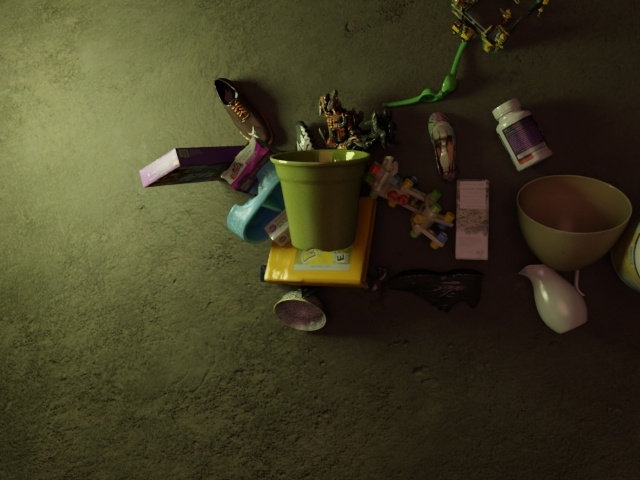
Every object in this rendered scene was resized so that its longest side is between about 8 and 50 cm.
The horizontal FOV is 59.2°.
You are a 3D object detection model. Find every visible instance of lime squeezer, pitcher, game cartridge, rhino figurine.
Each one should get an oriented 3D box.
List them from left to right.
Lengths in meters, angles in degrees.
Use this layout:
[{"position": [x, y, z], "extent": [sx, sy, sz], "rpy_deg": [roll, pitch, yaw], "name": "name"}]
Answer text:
[{"position": [0.000, 0.000, 1.718], "extent": [0.323, 0.053, 0.286], "rpy_deg": [0, 66, 23], "name": "game cartridge"}, {"position": [0.095, 0.118, 1.770], "extent": [0.243, 0.073, 0.107], "rpy_deg": [11, 90, 21], "name": "rhino figurine"}, {"position": [0.339, -0.472, 1.706], "extent": [0.310, 0.059, 0.110], "rpy_deg": [-37, 84, 12], "name": "lime squeezer"}, {"position": [0.694, 0.145, 1.616], "extent": [0.177, 0.125, 0.207], "rpy_deg": [-25, 74, -3], "name": "pitcher"}]

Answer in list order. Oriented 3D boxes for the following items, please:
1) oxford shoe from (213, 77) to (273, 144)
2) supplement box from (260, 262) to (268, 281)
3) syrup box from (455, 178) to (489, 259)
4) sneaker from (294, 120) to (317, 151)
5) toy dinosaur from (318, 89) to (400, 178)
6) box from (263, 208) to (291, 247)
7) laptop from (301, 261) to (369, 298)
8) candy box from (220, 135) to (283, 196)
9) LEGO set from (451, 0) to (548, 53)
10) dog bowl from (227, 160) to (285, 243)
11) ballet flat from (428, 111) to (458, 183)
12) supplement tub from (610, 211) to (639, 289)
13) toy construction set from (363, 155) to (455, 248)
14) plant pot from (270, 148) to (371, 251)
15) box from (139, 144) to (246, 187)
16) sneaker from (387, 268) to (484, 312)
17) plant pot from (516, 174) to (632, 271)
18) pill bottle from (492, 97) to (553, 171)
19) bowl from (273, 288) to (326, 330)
[{"position": [-0.258, -0.412, 1.824], "extent": [0.097, 0.098, 0.271], "rpy_deg": [-41, 82, 11], "name": "oxford shoe"}, {"position": [-0.143, 0.105, 1.819], "extent": [0.083, 0.083, 0.056], "rpy_deg": [4, 93, 13], "name": "supplement box"}, {"position": [0.449, -0.061, 1.670], "extent": [0.093, 0.096, 0.237], "rpy_deg": [1, 92, 13], "name": "syrup box"}, {"position": [-0.054, -0.263, 1.792], "extent": [0.106, 0.078, 0.235], "rpy_deg": [-20, 89, 10], "name": "sneaker"}, {"position": [0.118, -0.315, 1.736], "extent": [0.218, 0.164, 0.322], "rpy_deg": [-22, 122, 27], "name": "toy dinosaur"}, {"position": [-0.029, -0.114, 1.723], "extent": [0.324, 0.067, 0.063], "rpy_deg": [-42, 55, 1], "name": "box"}, {"position": [0.002, 0.010, 1.755], "extent": [0.234, 0.264, 0.137], "rpy_deg": [-29, 122, 13], "name": "laptop"}, {"position": [-0.191, -0.222, 1.744], "extent": [0.071, 0.233, 0.159], "rpy_deg": [44, 99, 14], "name": "candy box"}, {"position": [0.520, -0.713, 1.578], "extent": [0.331, 0.192, 0.255], "rpy_deg": [-37, 82, 8], "name": "LEGO set"}, {"position": [-0.158, -0.114, 1.720], "extent": [0.297, 0.165, 0.074], "rpy_deg": [-52, 56, 14], "name": "dog bowl"}, {"position": [0.372, -0.282, 1.691], "extent": [0.076, 0.079, 0.222], "rpy_deg": [-9, 89, 14], "name": "ballet flat"}, {"position": [0.898, 0.033, 1.447], "extent": [0.240, 0.331, 0.241], "rpy_deg": [0, 92, 14], "name": "supplement tub"}, {"position": [0.239, -0.126, 1.637], "extent": [0.151, 0.215, 0.327], "rpy_deg": [-38, 123, 24], "name": "toy construction set"}, {"position": [0.003, -0.112, 1.570], "extent": [0.275, 0.276, 0.254], "rpy_deg": [3, 107, 13], "name": "plant pot"}, {"position": [-0.374, -0.229, 1.729], "extent": [0.200, 0.293, 0.057], "rpy_deg": [-18, 87, 41], "name": "box"}, {"position": [0.345, 0.151, 1.700], "extent": [0.285, 0.109, 0.130], "rpy_deg": [1, 98, 15], "name": "sneaker"}, {"position": [0.683, -0.028, 1.553], "extent": [0.283, 0.284, 0.191], "rpy_deg": [1, 127, 13], "name": "plant pot"}, {"position": [0.577, -0.307, 1.627], "extent": [0.108, 0.108, 0.194], "rpy_deg": [-28, 86, 12], "name": "pill bottle"}, {"position": [-0.056, 0.207, 1.790], "extent": [0.169, 0.170, 0.080], "rpy_deg": [6, 50, 13], "name": "bowl"}]
